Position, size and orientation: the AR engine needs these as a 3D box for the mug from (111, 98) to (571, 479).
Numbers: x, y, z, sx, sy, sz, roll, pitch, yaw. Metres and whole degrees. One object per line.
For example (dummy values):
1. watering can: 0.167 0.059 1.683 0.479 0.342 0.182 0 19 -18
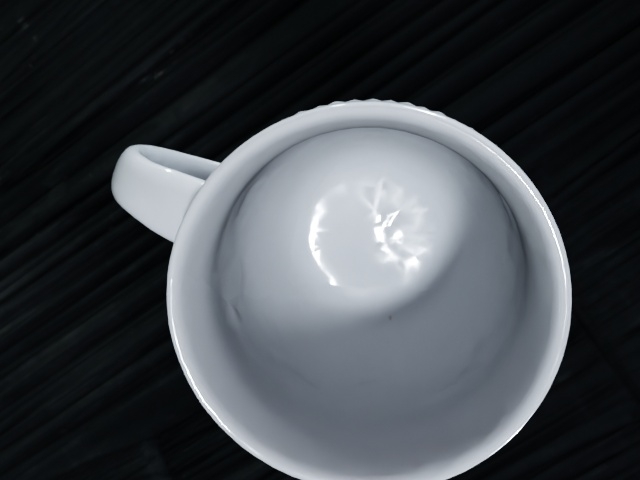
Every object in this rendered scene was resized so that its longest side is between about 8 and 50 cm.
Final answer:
1. mug: 0.000 0.000 0.693 0.374 0.276 0.328 21 11 2
